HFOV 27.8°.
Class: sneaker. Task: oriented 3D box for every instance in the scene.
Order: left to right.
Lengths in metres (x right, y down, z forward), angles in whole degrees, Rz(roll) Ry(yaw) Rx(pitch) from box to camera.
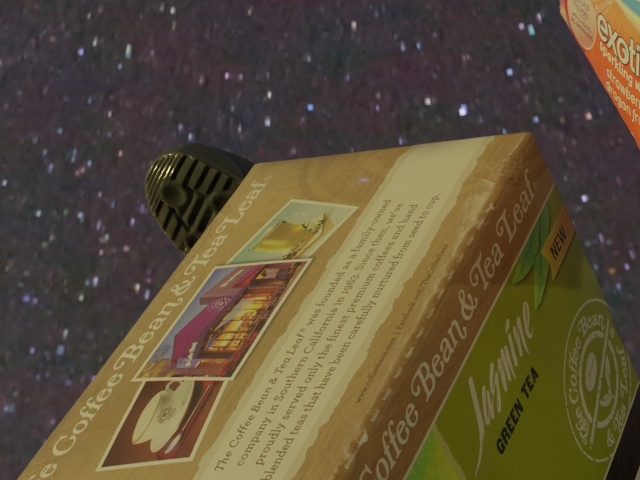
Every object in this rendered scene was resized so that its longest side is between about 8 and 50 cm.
[{"bbox_3d":[0.000,0.000,1.115,0.319,0.131,0.112,33,-50,-13],"label":"sneaker"}]

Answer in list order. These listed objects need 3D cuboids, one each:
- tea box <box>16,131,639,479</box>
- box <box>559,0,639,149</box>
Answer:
[{"bbox_3d":[0.034,0.164,0.777,0.220,0.329,0.323,-5,-52,37],"label":"tea box"},{"bbox_3d":[0.292,-0.144,0.643,0.300,0.154,0.142,-13,-35,-9],"label":"box"}]
